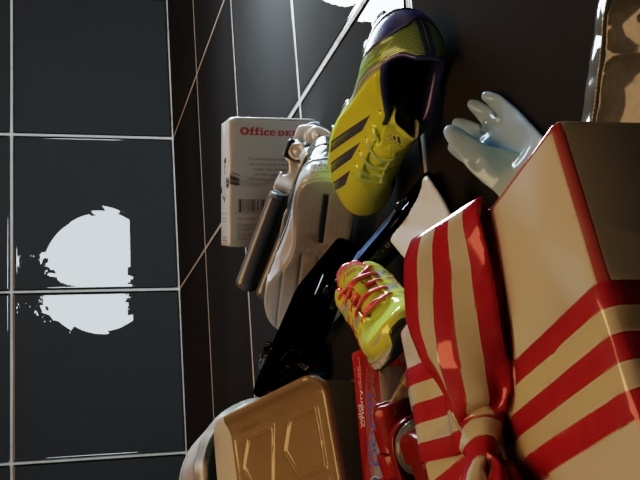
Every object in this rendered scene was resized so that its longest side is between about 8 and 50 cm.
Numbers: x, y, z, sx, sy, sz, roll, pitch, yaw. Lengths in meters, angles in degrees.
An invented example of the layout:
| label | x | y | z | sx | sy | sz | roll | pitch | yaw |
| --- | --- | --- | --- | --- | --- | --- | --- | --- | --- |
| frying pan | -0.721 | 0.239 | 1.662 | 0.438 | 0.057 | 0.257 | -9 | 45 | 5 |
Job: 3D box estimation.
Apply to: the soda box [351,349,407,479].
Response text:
| label | x | y | z | sx | sy | sz | roll | pitch | yaw |
| --- | --- | --- | --- | --- | --- | --- | --- | --- | --- |
| soda box | 0.096 | 0.244 | 1.088 | 0.092 | 0.083 | 0.263 | 138 | 131 | -68 |

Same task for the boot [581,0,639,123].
| label | x | y | z | sx | sy | sz | roll | pitch | yaw |
| --- | --- | --- | --- | --- | --- | --- | --- | --- | --- |
| boot | 0.213 | -0.136 | 0.729 | 0.189 | 0.076 | 0.208 | -135 | 40 | -70 |

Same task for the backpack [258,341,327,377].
| label | x | y | z | sx | sy | sz | roll | pitch | yaw |
| --- | --- | --- | --- | --- | --- | --- | --- | --- | --- |
| backpack | -0.047 | 0.202 | 1.542 | 0.114 | 0.105 | 0.084 | 139 | 130 | -76 |

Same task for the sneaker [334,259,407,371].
| label | x | y | z | sx | sy | sz | roll | pitch | yaw |
| --- | --- | --- | --- | --- | --- | --- | --- | --- | --- |
| sneaker | 0.051 | 0.065 | 0.990 | 0.094 | 0.081 | 0.208 | 48 | 178 | -6 |

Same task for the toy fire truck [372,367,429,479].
| label | x | y | z | sx | sy | sz | roll | pitch | yaw |
| --- | --- | --- | --- | --- | --- | --- | --- | --- | --- |
| toy fire truck | 0.116 | 0.181 | 0.923 | 0.217 | 0.159 | 0.246 | 148 | 105 | -72 |

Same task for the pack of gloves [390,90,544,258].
| label | x | y | z | sx | sy | sz | roll | pitch | yaw |
| --- | --- | --- | --- | --- | --- | --- | --- | --- | --- |
| pack of gloves | 0.134 | -0.029 | 0.910 | 0.195 | 0.046 | 0.232 | -61 | 28 | 20 |

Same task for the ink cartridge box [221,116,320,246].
| label | x | y | z | sx | sy | sz | roll | pitch | yaw |
| --- | --- | --- | --- | --- | --- | --- | --- | --- | --- |
| ink cartridge box | -0.081 | -0.091 | 1.575 | 0.086 | 0.148 | 0.203 | -177 | 88 | -76 |

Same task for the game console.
| label | x | y | z | sx | sy | sz | roll | pitch | yaw |
| --- | --- | --- | --- | --- | --- | --- | --- | --- | --- |
| game console | 0.033 | 0.040 | 1.199 | 0.361 | 0.044 | 0.213 | -51 | 11 | 42 |

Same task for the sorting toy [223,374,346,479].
| label | x | y | z | sx | sy | sz | roll | pitch | yaw |
| --- | --- | --- | --- | --- | --- | --- | --- | --- | --- |
| sorting toy | -0.059 | 0.315 | 1.222 | 0.307 | 0.041 | 0.229 | -33 | 64 | 46 |

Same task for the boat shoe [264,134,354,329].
| label | x | y | z | sx | sy | sz | roll | pitch | yaw |
| --- | --- | --- | --- | --- | --- | --- | --- | --- | --- |
| boat shoe | 0.000 | 0.000 | 1.404 | 0.119 | 0.121 | 0.335 | -78 | 3 | -47 |

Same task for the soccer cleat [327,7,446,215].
| label | x | y | z | sx | sy | sz | roll | pitch | yaw |
| --- | --- | --- | --- | --- | --- | --- | --- | --- | --- |
| soccer cleat | 0.074 | -0.127 | 1.143 | 0.121 | 0.093 | 0.289 | -110 | 26 | -44 |

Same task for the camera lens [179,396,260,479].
| label | x | y | z | sx | sy | sz | roll | pitch | yaw |
| --- | --- | --- | --- | --- | --- | --- | --- | --- | --- |
| camera lens | -0.101 | 0.370 | 1.523 | 0.274 | 0.219 | 0.219 | 127 | 140 | -64 |

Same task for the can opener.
| label | x | y | z | sx | sy | sz | roll | pitch | yaw |
| --- | --- | --- | --- | --- | --- | --- | --- | --- | --- |
| can opener | -0.043 | -0.044 | 1.497 | 0.280 | 0.074 | 0.093 | -68 | -21 | 2 |

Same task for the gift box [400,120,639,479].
| label | x | y | z | sx | sy | sz | roll | pitch | yaw |
| --- | --- | --- | --- | --- | --- | --- | --- | --- | --- |
| gift box | 0.176 | 0.115 | 0.504 | 0.276 | 0.258 | 0.255 | 113 | 152 | -52 |

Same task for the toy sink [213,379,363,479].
| label | x | y | z | sx | sy | sz | roll | pitch | yaw |
| --- | --- | --- | --- | --- | --- | --- | --- | --- | --- |
| toy sink | -0.025 | 0.291 | 1.322 | 0.234 | 0.131 | 0.152 | -33 | 56 | 46 |
